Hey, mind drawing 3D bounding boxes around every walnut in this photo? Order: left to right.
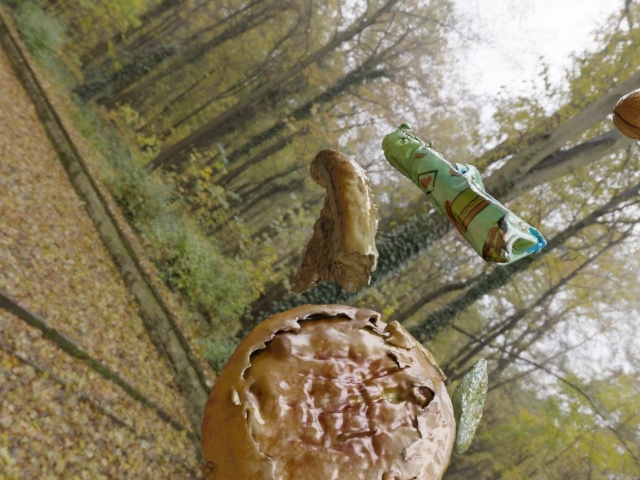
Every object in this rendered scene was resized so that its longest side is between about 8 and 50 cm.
[{"bbox_3d":[0.864,-0.331,1.360,0.180,0.144,0.144,16,-9,-2],"label":"walnut"}]

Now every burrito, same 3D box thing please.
[{"bbox_3d":[0.150,-0.056,0.561,0.104,0.054,0.288,17,23,-28],"label":"burrito"}]

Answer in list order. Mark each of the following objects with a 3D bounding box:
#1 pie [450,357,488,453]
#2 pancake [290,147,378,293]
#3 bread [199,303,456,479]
[{"bbox_3d":[0.281,0.312,0.981,0.041,0.186,0.186,15,-29,30],"label":"pie"},{"bbox_3d":[0.000,0.000,0.680,0.057,0.244,0.265,17,40,-17],"label":"pancake"},{"bbox_3d":[0.010,0.273,0.764,0.337,0.358,0.204,31,-37,11],"label":"bread"}]
